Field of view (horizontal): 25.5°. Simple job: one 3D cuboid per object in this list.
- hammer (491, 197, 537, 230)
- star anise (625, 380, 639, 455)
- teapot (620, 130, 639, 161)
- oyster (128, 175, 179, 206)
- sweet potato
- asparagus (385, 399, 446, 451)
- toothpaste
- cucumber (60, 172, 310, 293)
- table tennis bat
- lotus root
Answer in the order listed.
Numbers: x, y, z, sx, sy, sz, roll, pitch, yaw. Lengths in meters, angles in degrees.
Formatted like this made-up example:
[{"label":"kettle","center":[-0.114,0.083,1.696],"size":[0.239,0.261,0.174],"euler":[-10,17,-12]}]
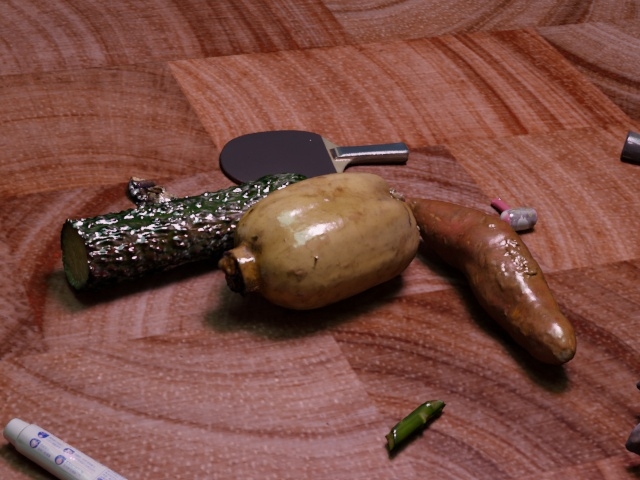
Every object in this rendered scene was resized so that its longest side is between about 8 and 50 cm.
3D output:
[{"label":"hammer","center":[0.259,-0.039,1.946],"size":[0.052,0.031,0.083],"euler":[-6,26,-23]},{"label":"star anise","center":[0.472,0.211,1.543],"size":[0.212,0.129,0.283],"euler":[-38,48,-25]},{"label":"teapot","center":[0.506,-0.127,2.106],"size":[0.111,0.043,0.043],"euler":[19,36,11]},{"label":"oyster","center":[-0.229,-0.065,1.902],"size":[0.054,0.019,0.083],"euler":[-23,44,-36]},{"label":"sweet potato","center":[0.224,0.036,1.768],"size":[0.106,0.095,0.354],"euler":[-10,39,-30]},{"label":"asparagus","center":[0.105,0.202,1.567],"size":[0.021,0.025,0.108],"euler":[44,43,15]},{"label":"toothpaste","center":[-0.236,0.242,1.444],"size":[0.218,0.033,0.052],"euler":[27,43,22]},{"label":"cucumber","center":[-0.150,-0.017,1.786],"size":[0.359,0.096,0.096],"euler":[-14,39,-32]},{"label":"table tennis bat","center":[-0.008,-0.118,2.020],"size":[0.274,0.021,0.154],"euler":[-5,36,-12]},{"label":"lotus root","center":[0.000,0.000,1.738],"size":[0.284,0.146,0.160],"euler":[-20,32,-31]}]
